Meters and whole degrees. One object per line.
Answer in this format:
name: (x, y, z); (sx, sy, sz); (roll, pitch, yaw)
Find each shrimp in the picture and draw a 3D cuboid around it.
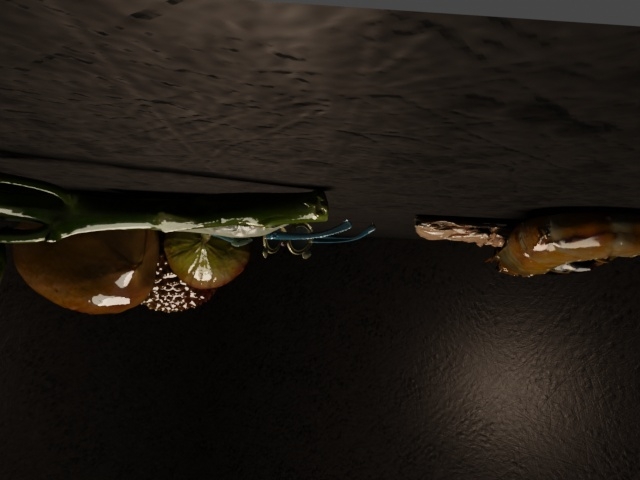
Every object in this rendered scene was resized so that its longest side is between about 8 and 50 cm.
shrimp: (0.298, 0.010, 0.566); (0.152, 0.063, 0.287); (-2, 170, 4)

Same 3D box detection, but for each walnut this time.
walnut: (-0.365, 0.025, 0.737); (0.203, 0.203, 0.298); (4, -173, -45)

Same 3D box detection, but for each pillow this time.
pillow: (-0.164, -0.033, 0.638); (0.229, 0.051, 0.128); (4, -179, 11)
pillow: (0.262, -0.012, 0.715); (0.232, 0.043, 0.126); (6, 175, 9)

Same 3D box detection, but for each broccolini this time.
broccolini: (-0.174, -0.042, 0.373); (0.392, 0.079, 0.074); (-4, 171, -19)

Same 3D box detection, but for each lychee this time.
lychee: (-0.364, 0.047, 1.136); (0.267, 0.268, 0.267); (4, 180, 0)

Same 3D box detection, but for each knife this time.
knife: (-0.132, -0.007, 0.662); (0.027, 0.010, 0.096); (-23, -155, -35)

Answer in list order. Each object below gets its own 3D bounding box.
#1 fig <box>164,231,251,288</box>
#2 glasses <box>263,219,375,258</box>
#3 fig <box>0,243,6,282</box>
fig: (-0.204, -0.009, 0.824); (0.160, 0.143, 0.231); (8, 144, -6)
glasses: (-0.004, -0.030, 1.009); (0.220, 0.088, 0.189); (-19, 167, 30)
fig: (-0.393, 0.008, 0.423); (0.245, 0.195, 0.195); (-10, 171, 37)
